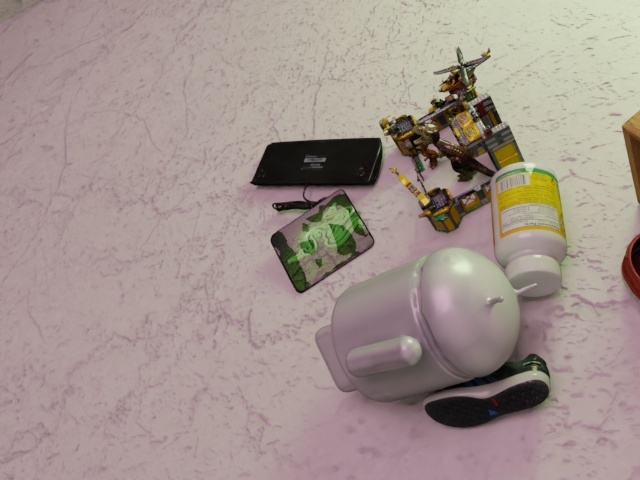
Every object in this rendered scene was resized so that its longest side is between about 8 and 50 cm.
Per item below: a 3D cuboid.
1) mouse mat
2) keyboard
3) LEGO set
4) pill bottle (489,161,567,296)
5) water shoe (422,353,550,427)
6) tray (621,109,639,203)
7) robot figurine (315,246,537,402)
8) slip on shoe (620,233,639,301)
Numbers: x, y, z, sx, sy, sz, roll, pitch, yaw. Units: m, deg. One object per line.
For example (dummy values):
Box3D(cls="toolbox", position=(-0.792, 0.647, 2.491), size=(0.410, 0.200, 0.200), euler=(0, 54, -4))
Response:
Box3D(cls="mouse mat", position=(0.000, 0.000, 1.466), size=(0.189, 0.007, 0.153), euler=(-34, 61, 7))
Box3D(cls="keyboard", position=(-0.019, -0.136, 1.581), size=(0.317, 0.033, 0.201), euler=(3, 60, 34))
Box3D(cls="LEGO set", position=(0.234, -0.201, 1.354), size=(0.255, 0.192, 0.331), euler=(-22, 50, 18))
Box3D(cls="pill bottle", position=(0.346, -0.017, 1.207), size=(0.117, 0.117, 0.208), euler=(-13, 53, 25))
Box3D(cls="water shoe", position=(0.260, 0.235, 1.136), size=(0.203, 0.073, 0.080), euler=(-17, 24, 23))
Box3D(cls="tray", position=(0.604, -0.023, 0.990), size=(0.076, 0.203, 0.411), euler=(-40, 47, 1))
Box3D(cls="robot figurine", position=(0.159, 0.133, 1.134), size=(0.353, 0.200, 0.300), euler=(-26, 3, 38))
Box3D(cls="slip on shoe", position=(0.545, 0.106, 1.009), size=(0.123, 0.101, 0.331), euler=(-36, 49, 3))
